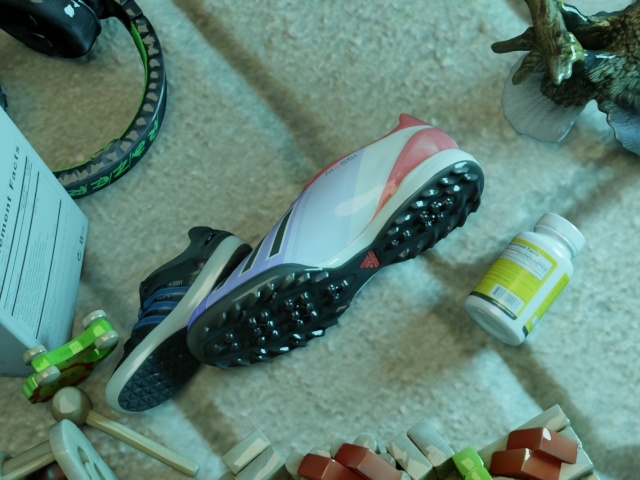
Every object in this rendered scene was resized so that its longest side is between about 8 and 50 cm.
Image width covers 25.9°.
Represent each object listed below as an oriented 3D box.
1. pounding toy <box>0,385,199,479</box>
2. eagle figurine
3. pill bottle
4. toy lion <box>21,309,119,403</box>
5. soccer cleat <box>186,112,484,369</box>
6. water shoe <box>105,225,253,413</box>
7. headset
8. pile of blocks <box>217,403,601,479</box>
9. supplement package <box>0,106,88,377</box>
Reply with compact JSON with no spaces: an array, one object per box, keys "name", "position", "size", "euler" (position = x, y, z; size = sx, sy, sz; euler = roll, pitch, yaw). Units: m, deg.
[{"name":"pounding toy","position":[-0.184,0.228,1.201],"size":[0.155,0.154,0.269],"euler":[-27,65,-2]},{"name":"eagle figurine","position":[0.329,-0.185,1.296],"size":[0.298,0.225,0.226],"euler":[1,108,-21]},{"name":"pill bottle","position":[0.189,0.033,1.267],"size":[0.065,0.065,0.116],"euler":[35,77,22]},{"name":"toy lion","position":[-0.232,0.115,1.291],"size":[0.100,0.096,0.034],"euler":[-31,71,-13]},{"name":"soccer cleat","position":[0.000,0.000,1.304],"size":[0.318,0.108,0.116],"euler":[-35,51,-7]},{"name":"water shoe","position":[-0.142,0.075,1.315],"size":[0.080,0.073,0.203],"euler":[24,65,37]},{"name":"headset","position":[-0.329,-0.209,1.451],"size":[0.243,0.185,0.394],"euler":[-39,81,-12]},{"name":"pile of blocks","position":[0.067,0.223,1.181],"size":[0.362,0.112,0.149],"euler":[-7,66,7]},{"name":"supplement package","position":[-0.347,-0.002,1.254],"size":[0.177,0.293,0.175],"euler":[1,67,11]}]
